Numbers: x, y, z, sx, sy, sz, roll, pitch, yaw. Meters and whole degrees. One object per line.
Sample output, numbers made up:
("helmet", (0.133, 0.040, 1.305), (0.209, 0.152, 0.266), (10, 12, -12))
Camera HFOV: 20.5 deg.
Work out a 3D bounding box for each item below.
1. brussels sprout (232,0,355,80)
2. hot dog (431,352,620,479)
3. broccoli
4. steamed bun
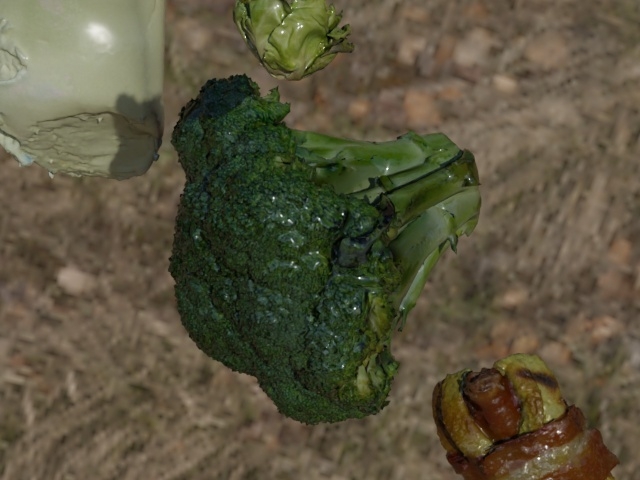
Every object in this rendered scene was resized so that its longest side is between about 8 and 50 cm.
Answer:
("brussels sprout", (-0.015, -0.134, 1.163), (0.085, 0.058, 0.085), (-5, 3, 0))
("hot dog", (0.190, 0.204, 1.643), (0.213, 0.146, 0.103), (53, 23, -22))
("broccoli", (0.000, 0.000, 1.551), (0.283, 0.321, 0.304), (-27, 64, -13))
("steamed bun", (-0.292, -0.240, 2.021), (0.233, 0.334, 0.312), (1, 63, -7))
